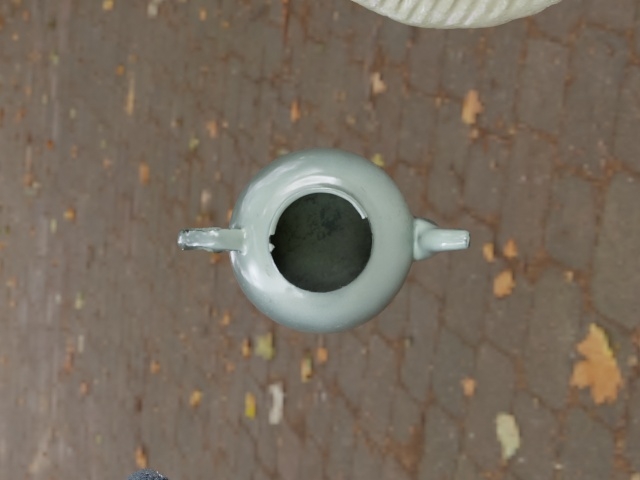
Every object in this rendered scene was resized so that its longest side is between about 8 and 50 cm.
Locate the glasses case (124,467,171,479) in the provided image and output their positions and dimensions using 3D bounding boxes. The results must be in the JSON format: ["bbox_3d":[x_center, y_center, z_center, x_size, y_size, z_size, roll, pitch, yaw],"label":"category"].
[{"bbox_3d":[-0.197,0.295,0.957,0.282,0.067,0.109,-55,-5,-17],"label":"glasses case"}]

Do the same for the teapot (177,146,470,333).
[{"bbox_3d":[0.000,0.000,1.315,0.129,0.294,0.193,-5,-85,-90],"label":"teapot"}]

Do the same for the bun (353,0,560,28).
[{"bbox_3d":[0.135,-0.386,1.349,0.365,0.365,0.219,131,156,-58],"label":"bun"}]
